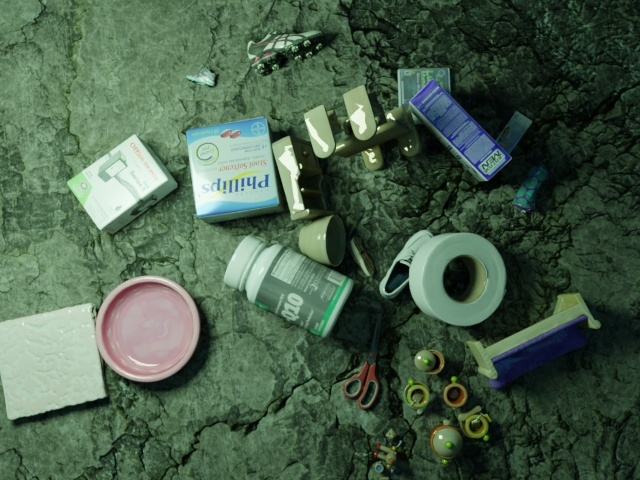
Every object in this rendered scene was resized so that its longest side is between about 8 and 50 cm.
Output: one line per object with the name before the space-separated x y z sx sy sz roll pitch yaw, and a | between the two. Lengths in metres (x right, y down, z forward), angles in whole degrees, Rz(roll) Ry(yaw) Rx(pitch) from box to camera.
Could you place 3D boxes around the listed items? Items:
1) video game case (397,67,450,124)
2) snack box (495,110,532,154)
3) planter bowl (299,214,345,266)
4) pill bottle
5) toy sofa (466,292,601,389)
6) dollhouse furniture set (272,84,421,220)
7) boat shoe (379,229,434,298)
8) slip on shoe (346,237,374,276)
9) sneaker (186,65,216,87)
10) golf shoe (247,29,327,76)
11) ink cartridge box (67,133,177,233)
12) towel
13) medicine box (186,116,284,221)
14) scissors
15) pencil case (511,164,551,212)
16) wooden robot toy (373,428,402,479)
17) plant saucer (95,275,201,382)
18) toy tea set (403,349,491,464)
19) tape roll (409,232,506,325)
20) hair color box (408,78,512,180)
video game case | 0.348 -0.483 1.848 0.173 0.022 0.190 -1 83 2
snack box | 0.620 -0.337 1.818 0.064 0.022 0.178 36 86 5
planter bowl | 0.000 0.000 1.747 0.109 0.162 0.161 1 83 25
pill bottle | -0.097 0.137 1.701 0.361 0.204 0.204 26 85 6
toy sofa | 0.648 0.311 1.674 0.363 0.150 0.177 -26 82 -1
dollhouse furniture set | 0.081 -0.239 1.675 0.395 0.362 0.256 -19 82 27
boat shoe | 0.282 0.076 1.751 0.095 0.084 0.258 32 86 6
slip on shoe | 0.126 0.057 1.784 0.041 0.051 0.135 -29 91 38
sneaker | -0.403 -0.566 1.885 0.098 0.038 0.069 15 82 -5
golf shoe | -0.116 -0.661 1.852 0.273 0.105 0.120 -21 76 -1
ink cartridge box | -0.643 -0.183 1.806 0.273 0.115 0.198 -37 83 -2
towel | -0.864 0.386 1.779 0.332 0.053 0.316 -13 84 1
medicine box | -0.271 -0.220 1.779 0.264 0.149 0.289 -9 82 1
scissors | 0.170 0.384 1.754 0.109 0.021 0.297 26 84 8
pencil case | 0.677 -0.166 1.774 0.070 0.064 0.151 25 85 21
wooden robot toy | 0.202 0.668 1.685 0.076 0.079 0.173 17 84 4
plant saucer | -0.540 0.280 1.762 0.333 0.084 0.331 0 82 2
toy tea set | 0.370 0.498 1.675 0.200 0.124 0.336 -33 83 -2
tape roll | 0.421 0.117 1.692 0.287 0.100 0.285 0 89 -15
hair color box | 0.429 -0.337 1.725 0.110 0.185 0.339 -43 88 10
